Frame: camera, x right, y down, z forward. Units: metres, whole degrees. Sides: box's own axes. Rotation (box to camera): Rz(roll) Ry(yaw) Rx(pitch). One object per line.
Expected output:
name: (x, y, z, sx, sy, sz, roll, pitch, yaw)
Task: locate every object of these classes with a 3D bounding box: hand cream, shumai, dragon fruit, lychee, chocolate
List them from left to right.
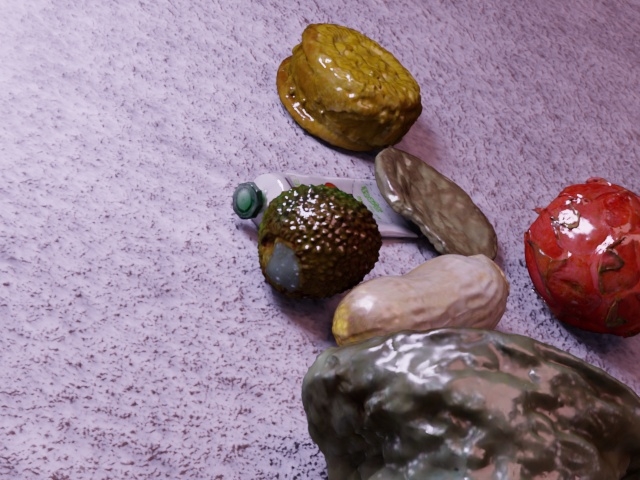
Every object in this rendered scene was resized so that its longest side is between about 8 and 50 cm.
lychee: (0.000, 0.000, 1.614, 0.171, 0.171, 0.171, 21, 37, -17)
hand cream: (0.015, -0.051, 1.776, 0.336, 0.076, 0.121, 1, 48, -45)
chocolate: (0.139, 0.095, 1.636, 0.309, 0.134, 0.134, -18, 59, -45)
shumai: (0.154, 0.290, 1.303, 0.398, 0.324, 0.323, 20, 52, -10)
dragon fruit: (0.427, 0.028, 1.850, 0.252, 0.241, 0.241, 19, 37, -4)

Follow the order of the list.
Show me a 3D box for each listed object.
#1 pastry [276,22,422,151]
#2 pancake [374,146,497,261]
pastry: (0.057, -0.247, 1.966, 0.235, 0.132, 0.240, 4, 46, -33)
pancake: (0.173, -0.048, 1.881, 0.236, 0.042, 0.222, 33, 27, -15)
